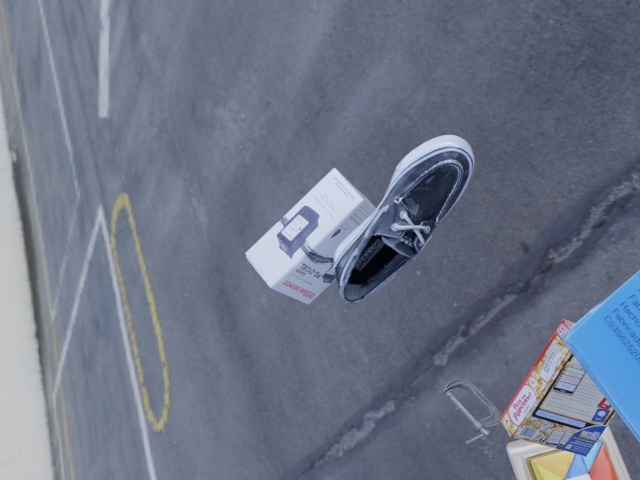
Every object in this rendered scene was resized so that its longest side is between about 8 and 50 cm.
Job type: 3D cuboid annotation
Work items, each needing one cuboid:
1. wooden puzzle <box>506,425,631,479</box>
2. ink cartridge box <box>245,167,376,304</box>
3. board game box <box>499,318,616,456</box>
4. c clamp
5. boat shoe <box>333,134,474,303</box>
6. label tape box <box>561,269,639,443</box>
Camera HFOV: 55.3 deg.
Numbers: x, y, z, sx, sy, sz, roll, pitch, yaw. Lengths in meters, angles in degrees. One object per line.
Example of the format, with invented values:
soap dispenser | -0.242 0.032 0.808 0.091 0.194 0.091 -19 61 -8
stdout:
wooden puzzle | 0.523 0.504 1.242 0.044 0.220 0.239 73 -178 -63
ink cartridge box | 0.000 0.000 1.177 0.237 0.172 0.100 -43 61 8
board game box | 0.384 0.226 0.919 0.045 0.146 0.194 -110 42 -64
c clamp | 0.327 0.366 1.342 0.161 0.137 0.022 51 135 45
boat shoe | 0.121 -0.020 0.910 0.301 0.108 0.102 -47 23 27
label tape box | 0.365 0.125 0.413 0.115 0.347 0.249 -58 46 35
